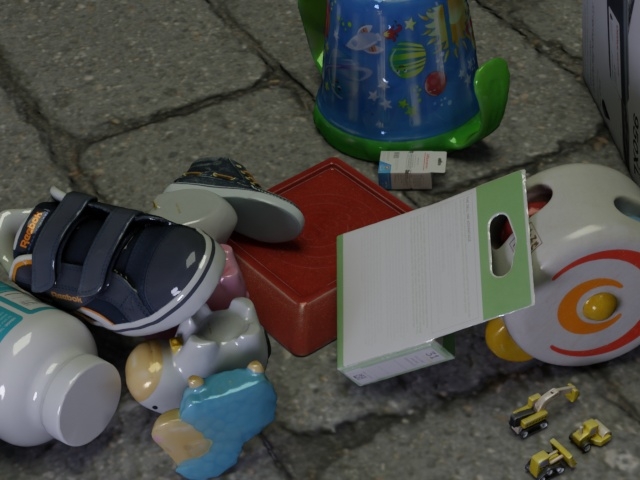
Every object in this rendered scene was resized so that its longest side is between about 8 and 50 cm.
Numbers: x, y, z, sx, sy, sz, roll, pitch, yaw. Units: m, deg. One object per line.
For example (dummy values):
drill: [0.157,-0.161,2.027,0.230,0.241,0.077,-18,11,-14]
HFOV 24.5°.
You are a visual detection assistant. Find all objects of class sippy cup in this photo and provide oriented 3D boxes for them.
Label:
sippy cup: [0.101,-0.254,1.894,0.306,0.224,0.240,5,40,13]

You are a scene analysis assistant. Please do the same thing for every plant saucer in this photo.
plant saucer: [0.000,0.000,1.729,0.258,0.047,0.259,-28,44,-26]

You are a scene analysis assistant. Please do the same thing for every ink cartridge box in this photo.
ink cartridge box: [0.438,-0.224,1.760,0.166,0.285,0.395,-9,38,-1]
ink cartridge box: [0.116,-0.088,1.838,0.083,0.028,0.048,0,39,9]
ink cartridge box: [0.125,0.040,1.536,0.235,0.056,0.171,-19,52,27]

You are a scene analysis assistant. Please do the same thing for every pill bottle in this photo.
pill bottle: [-0.335,0.123,1.537,0.264,0.146,0.146,22,46,31]

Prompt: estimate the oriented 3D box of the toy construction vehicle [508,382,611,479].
toy construction vehicle: [0.235,0.188,1.468,0.098,0.035,0.086,-22,41,-19]

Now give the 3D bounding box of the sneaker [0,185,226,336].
sneaker: [-0.238,0.019,1.531,0.321,0.127,0.126,-2,56,48]

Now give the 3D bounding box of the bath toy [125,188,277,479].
bath toy: [-0.136,0.087,1.573,0.151,0.129,0.348,-8,39,-5]

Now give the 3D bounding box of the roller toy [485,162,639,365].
roller toy: [0.269,0.030,1.537,0.209,0.191,0.146,-10,39,-6]

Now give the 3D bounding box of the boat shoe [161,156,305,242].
boat shoe: [-0.091,-0.055,1.719,0.183,0.065,0.083,12,43,23]
